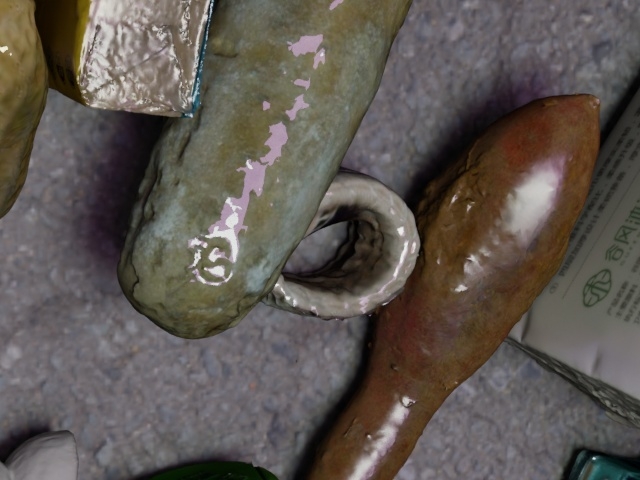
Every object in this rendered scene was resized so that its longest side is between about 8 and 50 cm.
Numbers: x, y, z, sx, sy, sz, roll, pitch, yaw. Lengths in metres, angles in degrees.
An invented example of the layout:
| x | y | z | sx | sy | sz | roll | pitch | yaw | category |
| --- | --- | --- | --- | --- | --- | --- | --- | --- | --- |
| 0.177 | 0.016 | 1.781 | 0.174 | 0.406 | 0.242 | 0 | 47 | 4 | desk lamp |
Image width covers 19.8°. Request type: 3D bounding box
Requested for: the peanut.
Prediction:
| x | y | z | sx | sy | sz | roll | pitch | yaw | category |
| --- | --- | --- | --- | --- | --- | --- | --- | --- | --- |
| -0.213 | -0.076 | 1.089 | 0.093 | 0.083 | 0.194 | -5 | 141 | -23 | peanut |

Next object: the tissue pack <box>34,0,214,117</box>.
| x | y | z | sx | sy | sz | roll | pitch | yaw | category |
| --- | --- | --- | --- | --- | --- | --- | --- | --- | --- |
| -0.125 | -0.143 | 1.104 | 0.082 | 0.169 | 0.120 | 7 | 99 | -22 | tissue pack |

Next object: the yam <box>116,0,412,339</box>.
| x | y | z | sx | sy | sz | roll | pitch | yaw | category |
| --- | --- | --- | --- | --- | --- | --- | --- | --- | --- |
| -0.034 | -0.095 | 1.145 | 0.133 | 0.133 | 0.330 | 29 | 77 | -26 | yam |

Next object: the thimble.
| x | y | z | sx | sy | sz | roll | pitch | yaw | category |
| --- | --- | --- | --- | --- | --- | --- | --- | --- | --- |
| 0.000 | 0.000 | 1.232 | 0.115 | 0.090 | 0.102 | -30 | 111 | -17 | thimble |

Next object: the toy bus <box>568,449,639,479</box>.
| x | y | z | sx | sy | sz | roll | pitch | yaw | category |
| --- | --- | --- | --- | --- | --- | --- | --- | --- | --- |
| 0.316 | 0.243 | 1.393 | 0.256 | 0.147 | 0.128 | 11 | 94 | -26 | toy bus |

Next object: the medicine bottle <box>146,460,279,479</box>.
| x | y | z | sx | sy | sz | roll | pitch | yaw | category |
| --- | --- | --- | --- | --- | --- | --- | --- | --- | --- |
| -0.063 | 0.293 | 1.241 | 0.133 | 0.133 | 0.274 | -12 | 106 | -21 | medicine bottle |

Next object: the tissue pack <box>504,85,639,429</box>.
| x | y | z | sx | sy | sz | roll | pitch | yaw | category |
| --- | --- | --- | --- | --- | --- | --- | --- | --- | --- |
| 0.320 | -0.019 | 1.274 | 0.194 | 0.266 | 0.356 | 34 | 87 | -26 | tissue pack |

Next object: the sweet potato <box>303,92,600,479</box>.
| x | y | z | sx | sy | sz | roll | pitch | yaw | category |
| --- | --- | --- | --- | --- | --- | --- | --- | --- | --- |
| 0.079 | 0.059 | 1.276 | 0.109 | 0.109 | 0.385 | 26 | 101 | -26 | sweet potato |

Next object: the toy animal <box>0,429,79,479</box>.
| x | y | z | sx | sy | sz | roll | pitch | yaw | category |
| --- | --- | --- | --- | --- | --- | --- | --- | --- | --- |
| -0.266 | 0.166 | 1.140 | 0.221 | 0.104 | 0.131 | 12 | 96 | -25 | toy animal |
